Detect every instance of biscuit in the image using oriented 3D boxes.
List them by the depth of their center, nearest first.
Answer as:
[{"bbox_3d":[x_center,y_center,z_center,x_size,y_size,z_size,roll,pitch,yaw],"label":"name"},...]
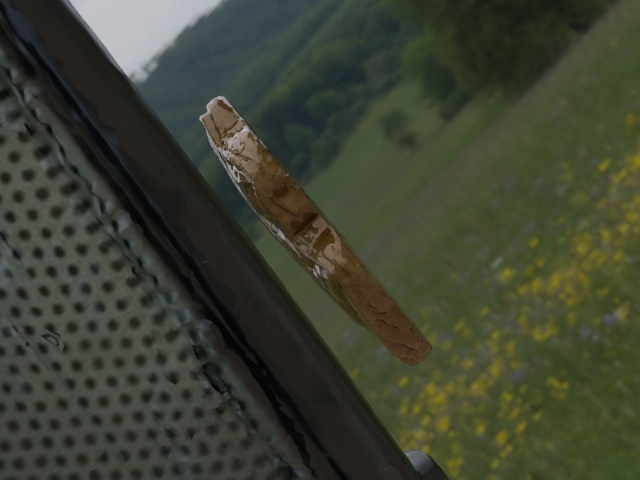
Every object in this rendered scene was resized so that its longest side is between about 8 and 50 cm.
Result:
[{"bbox_3d":[-0.003,0.003,1.369,0.051,0.269,0.376,-41,-29,0],"label":"biscuit"}]

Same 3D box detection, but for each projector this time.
[{"bbox_3d":[-0.150,0.049,0.711,0.242,0.405,0.395,-36,8,-7],"label":"projector"}]
